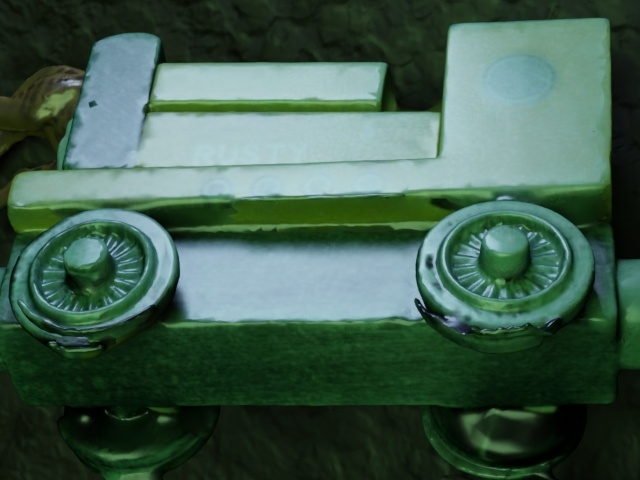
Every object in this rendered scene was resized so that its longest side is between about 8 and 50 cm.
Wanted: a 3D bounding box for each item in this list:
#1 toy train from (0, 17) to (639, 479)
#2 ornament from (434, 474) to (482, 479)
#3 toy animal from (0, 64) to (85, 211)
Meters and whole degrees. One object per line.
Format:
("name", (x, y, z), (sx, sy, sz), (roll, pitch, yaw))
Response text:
("toy train", (0.000, 0.000, 1.022), (0.397, 0.160, 0.253), (-1, 49, 9))
("ornament", (0.090, 0.256, 1.004), (0.225, 0.259, 0.259), (-25, 81, 22))
("toy animal", (-0.130, -0.047, 1.206), (0.275, 0.054, 0.149), (-9, 88, 21))
